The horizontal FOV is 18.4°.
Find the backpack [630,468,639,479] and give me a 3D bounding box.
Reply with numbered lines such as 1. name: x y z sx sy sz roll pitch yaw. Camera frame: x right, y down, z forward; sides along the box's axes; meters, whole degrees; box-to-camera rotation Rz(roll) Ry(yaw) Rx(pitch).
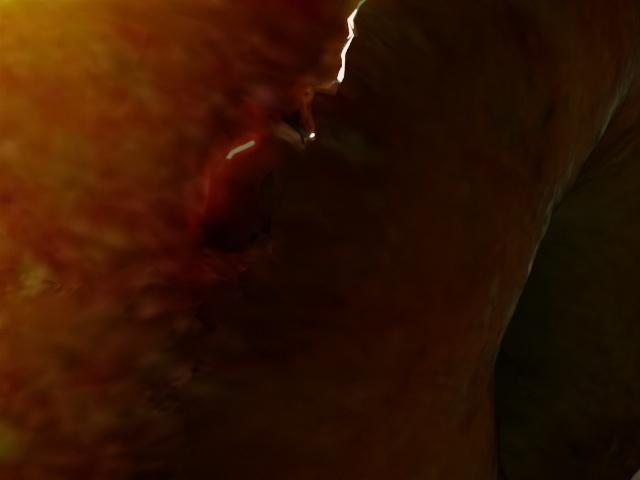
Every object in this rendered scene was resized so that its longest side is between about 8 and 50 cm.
1. backpack: 0.107 0.078 0.284 0.229 0.139 0.229 -48 10 11

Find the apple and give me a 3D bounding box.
1. apple: -0.074 -0.012 0.574 0.374 0.374 0.384 -25 2 33
